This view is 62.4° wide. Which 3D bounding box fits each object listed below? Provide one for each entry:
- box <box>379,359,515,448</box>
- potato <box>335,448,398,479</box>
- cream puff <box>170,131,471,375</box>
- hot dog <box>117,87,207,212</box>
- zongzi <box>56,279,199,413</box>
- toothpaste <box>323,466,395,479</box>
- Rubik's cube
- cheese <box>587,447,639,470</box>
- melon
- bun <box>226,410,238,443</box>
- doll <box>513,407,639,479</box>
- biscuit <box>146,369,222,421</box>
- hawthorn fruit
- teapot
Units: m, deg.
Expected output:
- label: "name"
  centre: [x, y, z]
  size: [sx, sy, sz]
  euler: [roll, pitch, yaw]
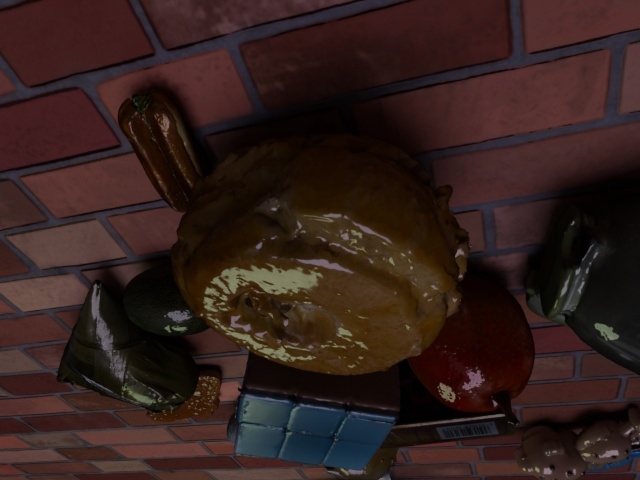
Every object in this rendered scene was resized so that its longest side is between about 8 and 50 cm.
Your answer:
- label: "box"
  centre: [0.210, 0.274, 0.940]
  size: [0.240, 0.159, 0.071]
  euler: [-15, 126, 22]
- label: "potato"
  centre: [0.087, 0.497, 1.229]
  size: [0.202, 0.117, 0.182]
  euler: [24, 138, -19]
- label: "cream puff"
  centre: [0.000, 0.000, 0.612]
  size: [0.327, 0.231, 0.343]
  euler: [18, 143, -5]
- label: "hot dog"
  centre: [-0.185, -0.107, 0.647]
  size: [0.072, 0.055, 0.188]
  euler: [-6, 136, 9]
- label: "zongzi"
  centre: [-0.313, 0.191, 0.940]
  size: [0.251, 0.125, 0.274]
  euler: [23, 129, -17]
- label: "toothpaste"
  centre: [0.105, 0.630, 1.426]
  size: [0.195, 0.042, 0.067]
  euler: [-13, 137, 28]
- label: "Rubik's cube"
  centre: [-0.011, 0.213, 0.851]
  size: [0.225, 0.221, 0.231]
  euler: [10, 137, -5]
- label: "cheese"
  centre: [0.692, 0.486, 1.202]
  size: [0.256, 0.037, 0.106]
  euler: [-19, 133, 23]
- label: "melon"
  centre: [-0.221, 0.093, 0.824]
  size: [0.167, 0.114, 0.114]
  euler: [3, 137, 4]
- label: "bun"
  centre: [-0.139, 0.415, 1.190]
  size: [0.141, 0.083, 0.141]
  euler: [2, 147, 1]
- label: "doll"
  centre: [0.558, 0.438, 1.119]
  size: [0.278, 0.119, 0.154]
  euler: [-28, 129, 19]
- label: "biscuit"
  centre: [-0.301, 0.336, 1.151]
  size: [0.183, 0.043, 0.280]
  euler: [28, 129, -27]
- label: "hawthorn fruit"
  centre: [0.224, 0.164, 0.768]
  size: [0.197, 0.225, 0.196]
  euler: [-15, 142, -12]
- label: "teapot"
  centre: [0.400, 0.042, 0.671]
  size: [0.239, 0.321, 0.239]
  euler: [14, 99, 15]
